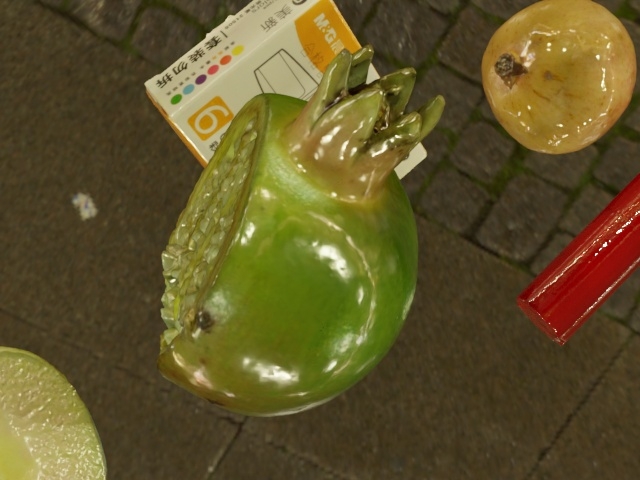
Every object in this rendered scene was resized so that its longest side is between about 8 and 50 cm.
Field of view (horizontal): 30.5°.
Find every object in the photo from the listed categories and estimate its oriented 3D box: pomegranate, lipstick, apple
[{"bbox_3d":[0.000,0.000,1.055,0.216,0.309,0.358,31,122,-17],"label":"pomegranate"},{"bbox_3d":[0.322,-0.013,1.219,0.280,0.073,0.073,-44,107,-5],"label":"lipstick"},{"bbox_3d":[0.289,-0.199,1.424,0.191,0.191,0.191,0,111,-1],"label":"pomegranate"},{"bbox_3d":[-0.316,0.244,1.184,0.193,0.120,0.264,-13,82,-21],"label":"apple"}]

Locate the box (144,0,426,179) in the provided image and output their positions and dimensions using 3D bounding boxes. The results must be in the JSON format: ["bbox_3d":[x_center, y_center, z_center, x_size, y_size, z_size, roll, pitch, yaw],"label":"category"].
[{"bbox_3d":[-0.033,-0.132,1.314,0.221,0.091,0.274,-41,130,-1],"label":"box"}]
